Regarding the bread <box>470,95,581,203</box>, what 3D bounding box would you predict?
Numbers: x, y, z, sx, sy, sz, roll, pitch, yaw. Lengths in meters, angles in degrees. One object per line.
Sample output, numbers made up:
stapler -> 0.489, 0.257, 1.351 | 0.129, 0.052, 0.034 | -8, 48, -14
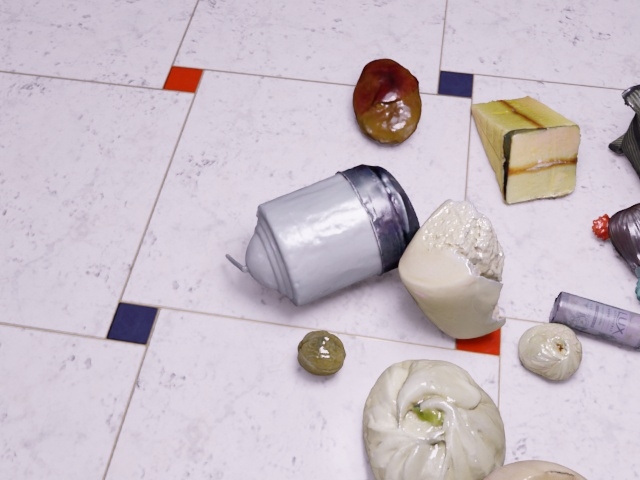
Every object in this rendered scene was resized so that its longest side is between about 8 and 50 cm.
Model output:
bread -> 0.448, -0.210, 1.563 | 0.168, 0.163, 0.264 | -8, 26, -3

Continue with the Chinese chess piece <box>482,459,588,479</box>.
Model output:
Chinese chess piece -> 0.328, 0.456, 1.038 | 0.250, 0.103, 0.249 | 3, 79, -15

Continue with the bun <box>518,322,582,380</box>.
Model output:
bun -> 0.422, 0.198, 1.278 | 0.115, 0.069, 0.115 | -1, 55, 1

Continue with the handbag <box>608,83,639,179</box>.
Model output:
handbag -> 0.769, -0.193, 1.439 | 0.240, 0.247, 0.340 | -19, 60, 2

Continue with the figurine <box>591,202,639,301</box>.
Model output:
figurine -> 0.636, 0.040, 1.361 | 0.138, 0.110, 0.245 | -19, 63, 10

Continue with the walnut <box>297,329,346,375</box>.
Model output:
walnut -> 0.002, 0.206, 1.275 | 0.092, 0.092, 0.092 | 0, 57, 1

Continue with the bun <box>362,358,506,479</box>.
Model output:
bun -> 0.189, 0.310, 1.157 | 0.259, 0.160, 0.259 | 1, 55, -2

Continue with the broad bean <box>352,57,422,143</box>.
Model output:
broad bean -> 0.151, -0.318, 1.590 | 0.156, 0.122, 0.228 | -1, 53, -2

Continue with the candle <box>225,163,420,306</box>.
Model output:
candle -> 0.000, 0.000, 1.328 | 0.343, 0.221, 0.221 | -23, 59, -11

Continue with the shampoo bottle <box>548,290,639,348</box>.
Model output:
shampoo bottle -> 0.544, 0.154, 1.305 | 0.214, 0.072, 0.072 | 17, 59, 11

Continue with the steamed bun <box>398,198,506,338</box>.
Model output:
steamed bun -> 0.271, 0.068, 1.276 | 0.170, 0.225, 0.200 | 23, 70, 47
